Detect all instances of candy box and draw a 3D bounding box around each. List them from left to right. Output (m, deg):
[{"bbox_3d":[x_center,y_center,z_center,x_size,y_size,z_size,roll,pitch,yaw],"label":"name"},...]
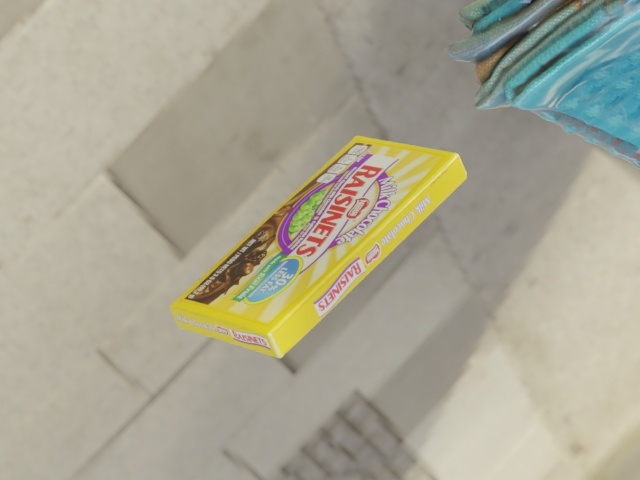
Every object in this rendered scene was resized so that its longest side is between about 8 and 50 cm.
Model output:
[{"bbox_3d":[0.000,0.000,1.334,0.206,0.105,0.027,-44,129,-29],"label":"candy box"}]

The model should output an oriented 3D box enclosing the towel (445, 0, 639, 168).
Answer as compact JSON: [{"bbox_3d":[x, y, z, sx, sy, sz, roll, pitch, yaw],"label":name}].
[{"bbox_3d":[0.261,-0.071,0.706,0.271,0.040,0.370,-30,148,32],"label":"towel"}]
